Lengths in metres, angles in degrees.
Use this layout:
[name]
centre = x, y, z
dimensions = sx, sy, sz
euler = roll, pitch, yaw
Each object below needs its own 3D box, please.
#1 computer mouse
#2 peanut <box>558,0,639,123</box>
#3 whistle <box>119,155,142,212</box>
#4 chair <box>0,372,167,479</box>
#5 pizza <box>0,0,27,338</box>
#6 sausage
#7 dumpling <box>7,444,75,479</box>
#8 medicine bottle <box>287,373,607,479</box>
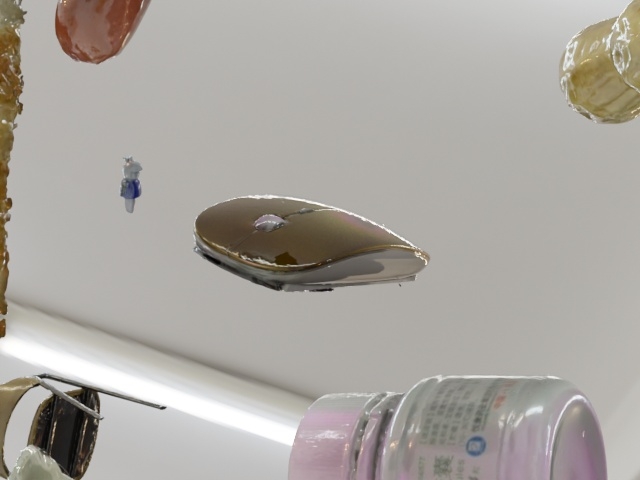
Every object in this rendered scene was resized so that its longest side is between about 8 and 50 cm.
[computer mouse]
centre = 0.000, 0.000, 1.241
dimensions = 0.158, 0.072, 0.310
euler = 24, 14, 32
[peanut]
centre = 0.272, -0.156, 1.010
dimensions = 0.098, 0.103, 0.229
euler = 19, -10, -8
[whistle]
centre = -0.244, -0.071, 1.520
dimensions = 0.033, 0.029, 0.083
euler = 33, -48, 30
[chair]
centre = -0.375, 0.286, 1.685
dimensions = 0.246, 0.159, 0.172
euler = 14, 5, 34
[pizza]
centre = -0.473, -0.061, 1.121
dimensions = 0.391, 0.435, 0.080
euler = 2, 2, -45
[sausage]
centre = -0.169, -0.241, 1.004
dimensions = 0.077, 0.194, 0.077
euler = 22, -7, 3
[dumpling]
centre = -0.224, 0.324, 0.980
dimensions = 0.243, 0.227, 0.175
euler = 44, -67, -11
[medicine bottle]
centre = 0.149, 0.284, 1.378
dimensions = 0.324, 0.256, 0.256
euler = -3, -41, 30
